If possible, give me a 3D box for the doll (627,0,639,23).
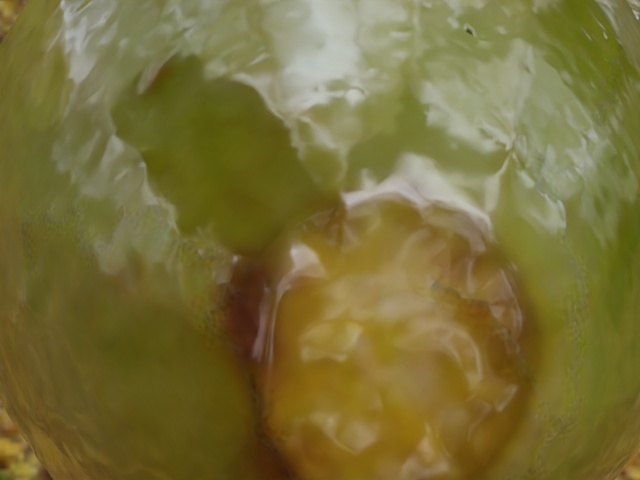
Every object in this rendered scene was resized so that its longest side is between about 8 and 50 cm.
[{"bbox_3d":[0.219,-0.070,1.145,0.260,0.177,0.161,39,40,21],"label":"doll"}]

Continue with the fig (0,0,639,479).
[{"bbox_3d":[0.000,0.000,0.526,0.258,0.258,0.326,3,16,-1],"label":"fig"}]
